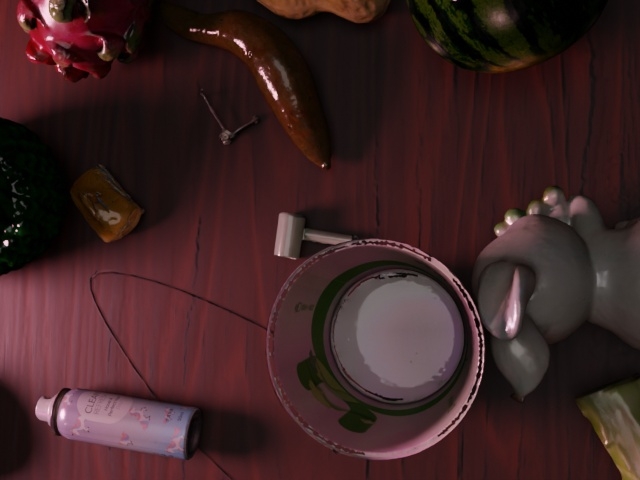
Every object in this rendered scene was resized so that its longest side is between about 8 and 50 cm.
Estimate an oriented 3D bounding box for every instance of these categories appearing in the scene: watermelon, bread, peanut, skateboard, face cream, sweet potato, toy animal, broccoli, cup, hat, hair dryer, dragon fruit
[{"bbox_3d":[0.235,-0.338,1.336,0.269,0.269,0.269,-1,87,10],"label":"watermelon"},{"bbox_3d":[-0.308,-0.051,1.514,0.072,0.053,0.106,-42,76,2],"label":"bread"},{"bbox_3d":[-0.013,-0.354,1.458,0.226,0.095,0.108,12,105,7],"label":"peanut"},{"bbox_3d":[-0.133,-0.185,1.504,0.064,0.032,0.083,-34,84,-3],"label":"skateboard"},{"bbox_3d":[-0.285,0.252,1.483,0.229,0.075,0.075,7,88,10],"label":"face cream"},{"bbox_3d":[-0.087,-0.248,1.473,0.346,0.079,0.108,44,107,13],"label":"sweet potato"},{"bbox_3d":[0.316,0.060,1.310,0.310,0.247,0.183,1,116,-10],"label":"toy animal"},{"bbox_3d":[0.418,0.348,1.300,0.252,0.221,0.361,-45,70,-2],"label":"broccoli"},{"bbox_3d":[0.082,0.123,1.322,0.253,0.274,0.253,0,90,10],"label":"cup"},{"bbox_3d":[-0.513,-0.053,1.410,0.274,0.332,0.242,-35,79,10],"label":"hat"},{"bbox_3d":[0.000,0.000,1.469,0.124,0.038,0.063,8,90,3],"label":"hair dryer"},{"bbox_3d":[-0.317,-0.361,1.465,0.218,0.198,0.273,26,65,-31],"label":"dragon fruit"}]
